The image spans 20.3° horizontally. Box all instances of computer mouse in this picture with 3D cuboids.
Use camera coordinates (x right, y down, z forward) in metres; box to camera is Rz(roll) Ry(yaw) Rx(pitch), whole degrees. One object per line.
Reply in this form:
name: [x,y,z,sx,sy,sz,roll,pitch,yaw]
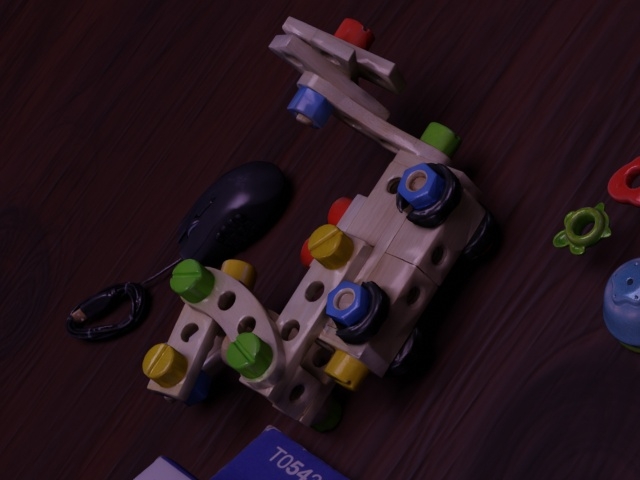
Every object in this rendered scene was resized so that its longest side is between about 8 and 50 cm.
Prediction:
computer mouse: [-0.128,0.009,1.503,0.242,0.041,0.071,-37,48,16]

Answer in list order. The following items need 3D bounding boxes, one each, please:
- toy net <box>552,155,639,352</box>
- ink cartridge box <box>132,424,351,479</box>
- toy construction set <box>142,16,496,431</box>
toy net: [0.275,-0.028,1.208,0.232,0.045,0.122,-36,46,14]
ink cartridge box: [-0.054,0.274,1.162,0.330,0.071,0.324,-41,46,-23]
toy construction set: [0.000,0.000,1.346,0.215,0.151,0.328,23,91,44]
